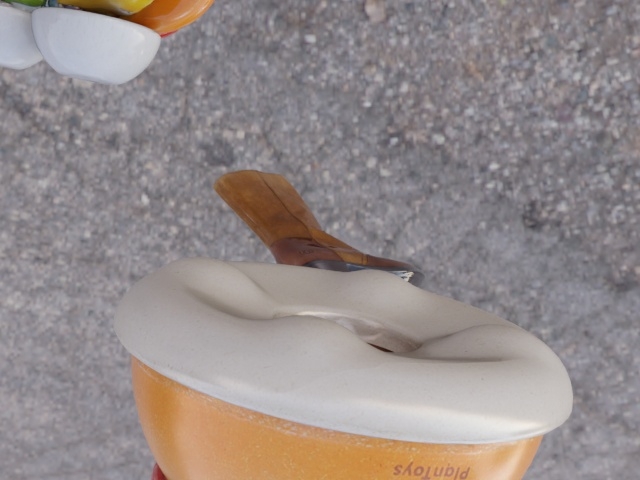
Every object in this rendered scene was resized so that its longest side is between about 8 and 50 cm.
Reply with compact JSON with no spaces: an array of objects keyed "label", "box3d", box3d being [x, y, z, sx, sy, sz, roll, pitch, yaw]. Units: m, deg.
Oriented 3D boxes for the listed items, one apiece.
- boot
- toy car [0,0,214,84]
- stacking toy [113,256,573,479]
[{"label":"boot","box3d":[0.000,0.000,1.511,0.264,0.280,0.096,-5,131,-40]},{"label":"toy car","box3d":[-0.143,-0.180,0.623,0.182,0.159,0.136,13,-176,28]},{"label":"stacking toy","box3d":[-0.019,0.271,0.785,0.350,0.480,0.350,11,-172,-2]}]
